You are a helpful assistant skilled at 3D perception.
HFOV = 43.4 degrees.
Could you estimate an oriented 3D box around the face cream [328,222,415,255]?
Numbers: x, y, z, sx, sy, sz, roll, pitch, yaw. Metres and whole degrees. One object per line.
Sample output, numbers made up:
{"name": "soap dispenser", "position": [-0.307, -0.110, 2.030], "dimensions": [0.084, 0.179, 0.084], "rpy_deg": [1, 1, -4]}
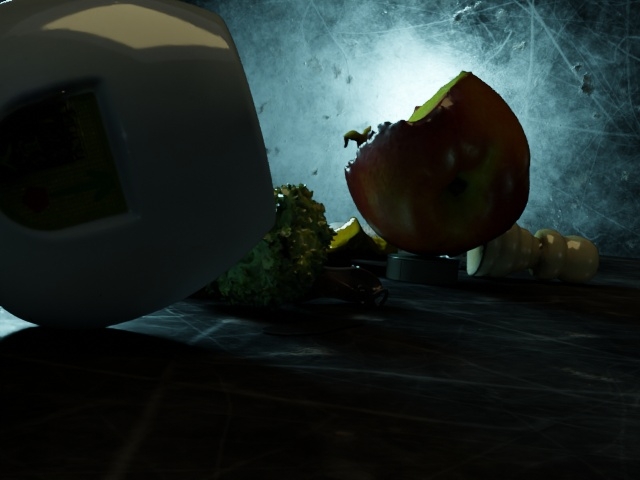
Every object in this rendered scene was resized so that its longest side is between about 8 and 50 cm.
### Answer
{"name": "face cream", "position": [0.098, 0.001, 1.876], "dimensions": [0.269, 0.081, 0.082], "rpy_deg": [5, 4, 3]}

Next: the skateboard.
{"name": "skateboard", "position": [0.021, 0.060, 1.074], "dimensions": [0.152, 0.067, 0.080], "rpy_deg": [7, 11, -24]}

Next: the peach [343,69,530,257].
{"name": "peach", "position": [0.224, -0.126, 1.497], "dimensions": [0.335, 0.310, 0.406], "rpy_deg": [-32, 6, 1]}

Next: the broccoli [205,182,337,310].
{"name": "broccoli", "position": [-0.083, -0.017, 0.974], "dimensions": [0.194, 0.194, 0.220], "rpy_deg": [2, 27, -38]}

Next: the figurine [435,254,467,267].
{"name": "figurine", "position": [0.296, 0.033, 1.808], "dimensions": [0.095, 0.082, 0.086], "rpy_deg": [-24, 32, -21]}

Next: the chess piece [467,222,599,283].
{"name": "chess piece", "position": [0.439, 0.029, 1.644], "dimensions": [0.261, 0.142, 0.143], "rpy_deg": [12, 3, -4]}

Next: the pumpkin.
{"name": "pumpkin", "position": [0.026, 0.003, 1.664], "dimensions": [0.259, 0.095, 0.290], "rpy_deg": [2, -1, 26]}

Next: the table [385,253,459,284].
{"name": "table", "position": [0.187, 0.052, 1.482], "dimensions": [0.134, 0.043, 0.133], "rpy_deg": [4, 4, 0]}

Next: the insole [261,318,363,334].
{"name": "insole", "position": [-0.006, 0.094, 0.882], "dimensions": [0.053, 0.002, 0.153], "rpy_deg": [7, 5, 35]}

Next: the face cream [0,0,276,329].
{"name": "face cream", "position": [-0.239, -0.070, 0.763], "dimensions": [0.357, 0.312, 0.219], "rpy_deg": [-16, 8, -9]}
